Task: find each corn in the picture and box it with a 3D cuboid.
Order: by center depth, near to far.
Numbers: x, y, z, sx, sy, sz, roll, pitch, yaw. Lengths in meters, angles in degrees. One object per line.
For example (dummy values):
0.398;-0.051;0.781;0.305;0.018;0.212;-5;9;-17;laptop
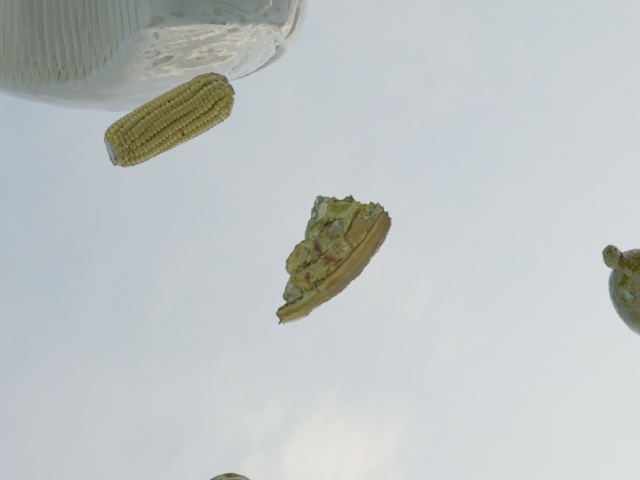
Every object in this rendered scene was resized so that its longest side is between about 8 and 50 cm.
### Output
-0.099;-0.078;0.813;0.092;0.037;0.037;-30;-56;-12;corn

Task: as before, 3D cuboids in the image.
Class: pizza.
0.000;0.000;0.950;0.026;0.108;0.123;34;-69;-34;pizza

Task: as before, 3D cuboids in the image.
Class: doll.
0.403;0.058;1.388;0.209;0.137;0.097;6;-44;-44;doll

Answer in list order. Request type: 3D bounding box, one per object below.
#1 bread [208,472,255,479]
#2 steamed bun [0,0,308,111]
-0.154;0.308;1.238;0.084;0.367;0.077;22;-125;-25;bread
-0.149;-0.243;1.148;0.236;0.383;0.247;-1;-95;-37;steamed bun
